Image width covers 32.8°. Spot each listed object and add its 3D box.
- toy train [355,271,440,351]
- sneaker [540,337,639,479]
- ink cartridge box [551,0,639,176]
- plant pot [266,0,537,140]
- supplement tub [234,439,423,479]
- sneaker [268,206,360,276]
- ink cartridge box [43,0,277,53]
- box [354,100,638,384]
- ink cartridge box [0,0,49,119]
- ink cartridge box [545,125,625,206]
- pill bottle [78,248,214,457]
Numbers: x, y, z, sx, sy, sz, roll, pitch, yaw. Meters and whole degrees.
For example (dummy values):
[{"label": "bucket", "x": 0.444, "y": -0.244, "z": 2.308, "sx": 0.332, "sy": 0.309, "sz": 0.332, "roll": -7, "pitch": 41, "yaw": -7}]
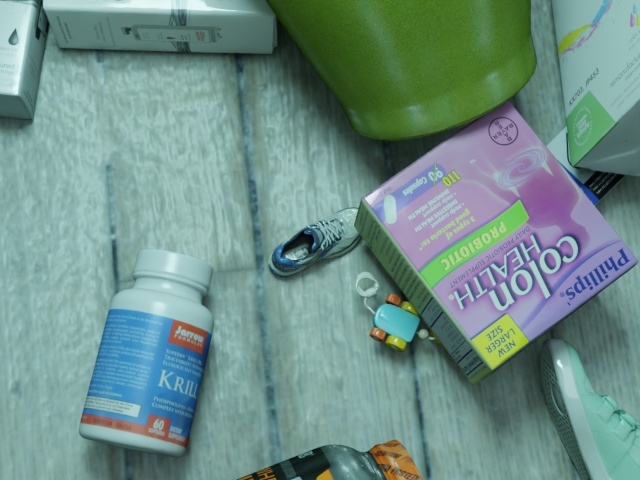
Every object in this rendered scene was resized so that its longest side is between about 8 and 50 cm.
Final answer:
[{"label": "toy train", "x": 0.127, "y": 0.071, "z": 1.325, "sx": 0.166, "sy": 0.046, "sz": 0.125, "roll": -13, "pitch": 74, "yaw": -9}, {"label": "sneaker", "x": 0.363, "y": 0.212, "z": 1.276, "sx": 0.151, "sy": 0.094, "sz": 0.256, "roll": -24, "pitch": 88, "yaw": -3}, {"label": "ink cartridge box", "x": 0.378, "y": -0.280, "z": 1.311, "sx": 0.119, "sy": 0.207, "sz": 0.354, "roll": 7, "pitch": 63, "yaw": -14}, {"label": "plant pot", "x": 0.086, "y": -0.319, "z": 1.242, "sx": 0.366, "sy": 0.366, "sz": 0.353, "roll": -28, "pitch": 117, "yaw": -10}, {"label": "supplement tub", "x": -0.044, "y": 0.348, "z": 1.158, "sx": 0.337, "sy": 0.207, "sz": 0.207, "roll": -20, "pitch": 78, "yaw": -9}, {"label": "sneaker", "x": 0.000, "y": 0.000, "z": 1.325, "sx": 0.135, "sy": 0.058, "sz": 0.052, "roll": -32, "pitch": 80, "yaw": -12}, {"label": "ink cartridge box", "x": -0.192, "y": -0.354, "z": 1.370, "sx": 0.282, "sy": 0.117, "sz": 0.207, "roll": 1, "pitch": 76, "yaw": -4}, {"label": "box", "x": 0.196, "y": 0.003, "z": 1.260, "sx": 0.213, "sy": 0.117, "sz": 0.243, "roll": -34, "pitch": 80, "yaw": -11}, {"label": "ink cartridge box", "x": -0.425, "y": -0.273, "z": 1.347, "sx": 0.160, "sy": 0.092, "sz": 0.220, "roll": 5, "pitch": 76, "yaw": -3}, {"label": "ink cartridge box", "x": 0.319, "y": -0.084, "z": 1.374, "sx": 0.207, "sy": 0.046, "sz": 0.097, "roll": -43, "pitch": 81, "yaw": -12}, {"label": "pill bottle", "x": -0.191, "y": 0.128, "z": 1.245, "sx": 0.124, "sy": 0.124, "sz": 0.222, "roll": 12, "pitch": 76, "yaw": -1}]
